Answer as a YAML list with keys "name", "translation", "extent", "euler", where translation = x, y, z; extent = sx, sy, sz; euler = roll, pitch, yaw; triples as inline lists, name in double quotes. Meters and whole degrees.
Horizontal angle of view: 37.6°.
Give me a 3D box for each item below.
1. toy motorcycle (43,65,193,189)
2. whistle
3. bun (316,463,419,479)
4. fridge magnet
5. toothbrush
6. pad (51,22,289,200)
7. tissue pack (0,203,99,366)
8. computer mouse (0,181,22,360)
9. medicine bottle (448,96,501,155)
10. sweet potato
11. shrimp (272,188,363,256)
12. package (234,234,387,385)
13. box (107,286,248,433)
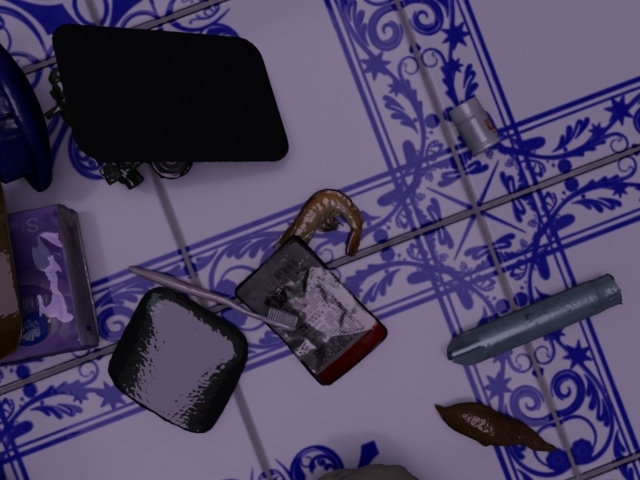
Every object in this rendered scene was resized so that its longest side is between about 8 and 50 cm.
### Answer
- name: "toy motorcycle"
  translation: [-0.319, -0.208, 1.561]
  extent: [0.205, 0.127, 0.275]
  euler: [-36, 93, 1]
- name: "whistle"
  translation: [0.362, 0.140, 1.608]
  extent: [0.312, 0.062, 0.062]
  euler: [-22, 90, -3]
- name: "bun"
  translation: [0.076, 0.527, 1.522]
  extent: [0.360, 0.211, 0.359]
  euler: [-1, 100, -5]
- name: "fridge magnet"
  translation: [-0.501, -0.196, 1.488]
  extent: [0.113, 0.265, 0.265]
  euler: [-25, 90, -20]
- name: "toothbrush"
  translation: [-0.182, 0.091, 1.591]
  extent: [0.307, 0.025, 0.029]
  euler: [19, 96, 6]
- name: "pad"
  translation: [-0.234, -0.191, 1.506]
  extent: [0.375, 0.063, 0.315]
  euler: [-3, 66, -34]
- name: "tissue pack"
  translation: [-0.555, 0.091, 1.527]
  extent: [0.338, 0.160, 0.242]
  euler: [-12, 85, -3]
- name: "computer mouse"
  translation: [-0.539, 0.036, 1.420]
  extent: [0.158, 0.072, 0.310]
  euler: [-11, 82, -3]
- name: "medicine bottle"
  translation: [0.265, -0.195, 1.613]
  extent: [0.057, 0.057, 0.089]
  euler: [-31, 90, -2]
- name: "sweet potato"
  translation: [0.303, 0.323, 1.601]
  extent: [0.226, 0.068, 0.068]
  euler: [19, 88, -2]
- name: "shrimp"
  translation: [0.000, 0.000, 1.615]
  extent: [0.124, 0.034, 0.178]
  euler: [37, 86, -7]
- name: "package"
  translation: [-0.017, 0.123, 1.596]
  extent: [0.154, 0.030, 0.239]
  euler: [-42, 94, 11]
- name: "box"
  translation: [-0.239, 0.202, 1.596]
  extent: [0.212, 0.042, 0.201]
  euler: [28, 88, -2]
